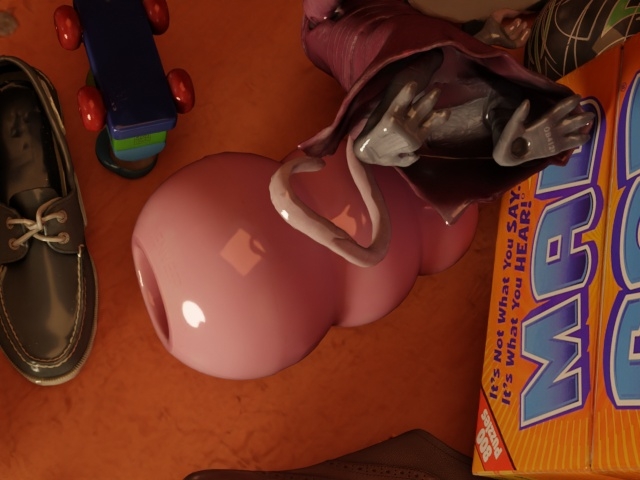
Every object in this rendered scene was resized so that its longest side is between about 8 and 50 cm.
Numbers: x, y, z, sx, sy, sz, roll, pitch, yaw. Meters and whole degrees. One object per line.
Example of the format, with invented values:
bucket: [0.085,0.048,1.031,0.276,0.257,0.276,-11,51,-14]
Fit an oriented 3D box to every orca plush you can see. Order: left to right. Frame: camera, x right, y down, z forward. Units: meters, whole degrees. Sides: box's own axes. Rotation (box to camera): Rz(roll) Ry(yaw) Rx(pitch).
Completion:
orca plush: [0.200,-0.311,1.179,0.287,0.151,0.102,-23,47,-8]

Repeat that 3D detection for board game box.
board game box: [0.383,0.045,0.920,0.356,0.356,0.356,15,73,-20]

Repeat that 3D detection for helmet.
helmet: [0.287,-0.188,1.121,0.161,0.169,0.170,15,73,-18]

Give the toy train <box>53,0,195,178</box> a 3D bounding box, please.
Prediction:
toy train: [-0.207,-0.191,1.089,0.105,0.143,0.248,-14,71,-17]

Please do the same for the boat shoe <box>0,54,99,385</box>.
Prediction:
boat shoe: [-0.280,-0.024,1.051,0.116,0.099,0.320,-8,76,-8]

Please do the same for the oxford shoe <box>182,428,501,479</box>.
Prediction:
oxford shoe: [0.042,0.243,1.018,0.363,0.130,0.133,9,49,-3]

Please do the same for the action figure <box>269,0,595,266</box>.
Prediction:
action figure: [0.067,-0.144,0.980,0.276,0.370,0.248,-47,125,7]

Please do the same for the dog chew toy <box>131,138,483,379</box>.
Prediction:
dog chew toy: [0.000,0.000,1.029,0.331,0.206,0.207,-17,77,-19]
